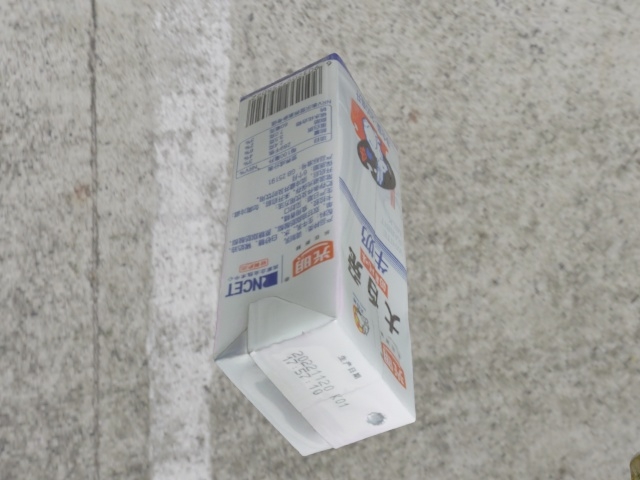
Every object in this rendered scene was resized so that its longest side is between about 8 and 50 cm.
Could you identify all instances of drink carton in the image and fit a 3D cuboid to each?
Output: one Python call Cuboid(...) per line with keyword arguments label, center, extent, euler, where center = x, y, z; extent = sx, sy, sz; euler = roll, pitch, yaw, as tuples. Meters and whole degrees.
Cuboid(label="drink carton", center=(0.000, 0.000, 0.829), extent=(0.106, 0.315, 0.130), euler=(-23, 129, 20))

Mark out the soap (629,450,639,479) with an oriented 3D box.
Cuboid(label="soap", center=(0.425, 0.257, 0.743), extent=(0.169, 0.338, 0.304), euler=(-20, 83, -32))
